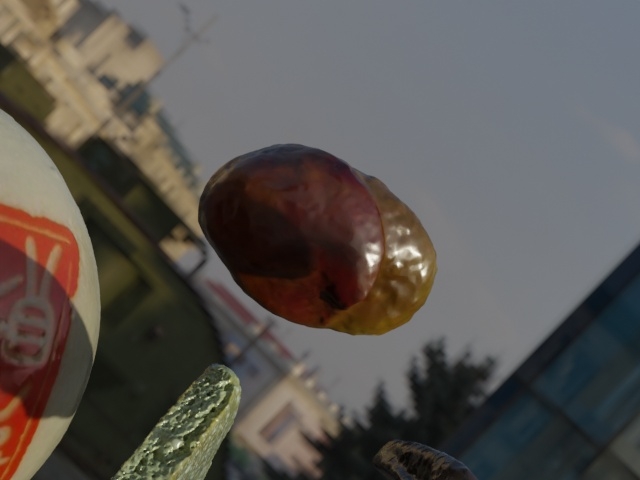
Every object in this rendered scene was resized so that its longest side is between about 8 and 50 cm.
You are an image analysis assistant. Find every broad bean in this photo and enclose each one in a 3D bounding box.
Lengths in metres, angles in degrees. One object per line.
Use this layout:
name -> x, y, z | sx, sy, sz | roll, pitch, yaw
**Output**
broad bean -> -0.001, 0.002, 1.698 | 0.228, 0.156, 0.122 | 34, 2, -9

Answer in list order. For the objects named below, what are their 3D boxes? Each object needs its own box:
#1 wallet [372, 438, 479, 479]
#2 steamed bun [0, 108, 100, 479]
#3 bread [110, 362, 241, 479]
wallet -> 0.131, 0.215, 1.165 | 0.229, 0.049, 0.182 | 46, -6, -10
steamed bun -> -0.334, 0.058, 1.373 | 0.374, 0.374, 0.241 | 48, -11, -22
bread -> -0.162, 0.243, 1.692 | 0.056, 0.286, 0.207 | 33, -37, 9
